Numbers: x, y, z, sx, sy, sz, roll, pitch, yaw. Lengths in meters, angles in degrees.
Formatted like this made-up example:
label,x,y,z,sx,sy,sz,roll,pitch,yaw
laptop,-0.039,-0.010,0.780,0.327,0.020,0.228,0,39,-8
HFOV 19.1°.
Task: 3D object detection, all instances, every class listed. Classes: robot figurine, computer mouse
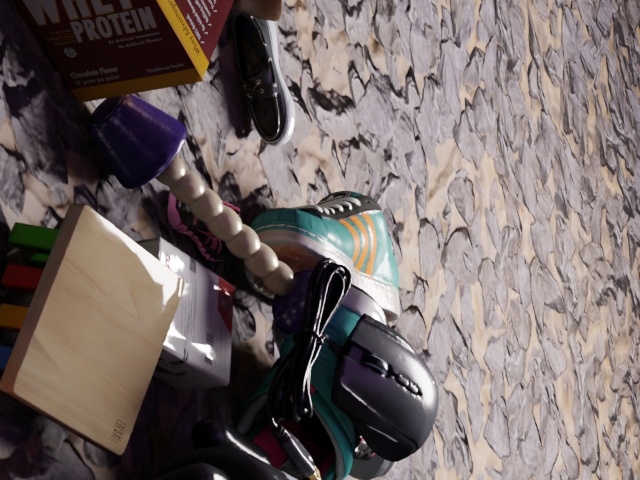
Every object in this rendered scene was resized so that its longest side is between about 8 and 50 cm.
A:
label,x,y,z,sx,sy,sz,roll,pitch,yaw
robot figurine,-0.064,0.278,1.652,0.278,0.174,0.209,39,71,-54
computer mouse,0.042,0.155,1.746,0.262,0.060,0.184,56,47,-45

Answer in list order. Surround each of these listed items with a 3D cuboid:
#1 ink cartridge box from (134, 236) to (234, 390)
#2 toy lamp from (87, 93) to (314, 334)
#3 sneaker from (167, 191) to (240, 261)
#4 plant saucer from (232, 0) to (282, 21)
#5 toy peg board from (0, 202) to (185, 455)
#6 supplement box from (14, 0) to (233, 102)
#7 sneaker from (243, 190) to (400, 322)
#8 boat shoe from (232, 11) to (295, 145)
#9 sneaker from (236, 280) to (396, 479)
label,x,y,z,sx,sy,sz,roll,pitch,yaw
ink cartridge box,-0.135,0.067,1.701,0.135,0.056,0.099,38,48,-55
toy lamp,-0.099,-0.026,1.712,0.275,0.080,0.080,44,41,-22
sneaker,-0.096,-0.015,1.804,0.119,0.057,0.047,38,46,-56
plant saucer,-0.093,-0.296,1.818,0.198,0.036,0.198,61,-12,23
toy peg board,-0.206,0.070,1.557,0.161,0.079,0.160,42,63,-52
supplement box,-0.170,-0.259,1.638,0.191,0.129,0.194,60,34,-38
sneaker,0.000,0.000,1.925,0.302,0.108,0.121,37,49,-65
boat shoe,-0.063,-0.165,1.930,0.040,0.049,0.142,0,76,-58
sneaker,0.004,0.193,1.881,0.178,0.124,0.295,-57,152,-31
